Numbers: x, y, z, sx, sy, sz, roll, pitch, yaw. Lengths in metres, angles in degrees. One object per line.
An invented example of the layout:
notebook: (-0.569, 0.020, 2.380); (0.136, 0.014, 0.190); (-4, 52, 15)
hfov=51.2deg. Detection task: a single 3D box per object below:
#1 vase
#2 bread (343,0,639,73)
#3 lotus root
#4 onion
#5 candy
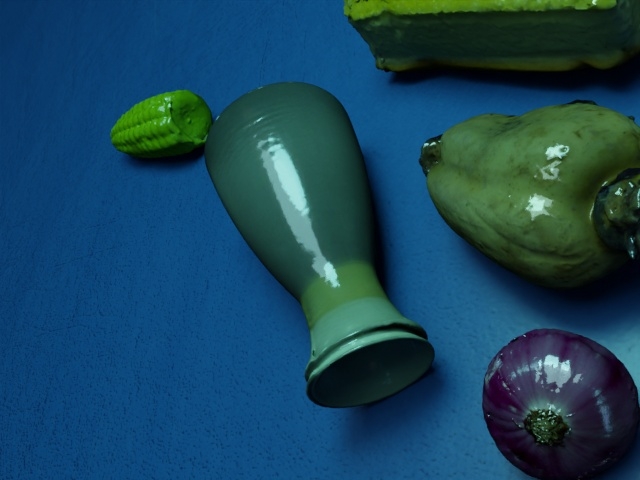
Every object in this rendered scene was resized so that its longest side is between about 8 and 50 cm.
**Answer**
vase: (0.000, 0.000, 0.680); (0.173, 0.173, 0.321); (-35, 53, 15)
bread: (0.223, -0.337, 0.728); (0.333, 0.143, 0.324); (16, 72, 43)
lotus root: (0.190, -0.046, 0.572); (0.257, 0.140, 0.155); (34, 99, 55)
onion: (0.180, 0.123, 0.507); (0.115, 0.115, 0.104); (-19, 8, 27)
candy: (-0.258, -0.172, 1.032); (0.209, 0.096, 0.097); (-5, 60, 41)
